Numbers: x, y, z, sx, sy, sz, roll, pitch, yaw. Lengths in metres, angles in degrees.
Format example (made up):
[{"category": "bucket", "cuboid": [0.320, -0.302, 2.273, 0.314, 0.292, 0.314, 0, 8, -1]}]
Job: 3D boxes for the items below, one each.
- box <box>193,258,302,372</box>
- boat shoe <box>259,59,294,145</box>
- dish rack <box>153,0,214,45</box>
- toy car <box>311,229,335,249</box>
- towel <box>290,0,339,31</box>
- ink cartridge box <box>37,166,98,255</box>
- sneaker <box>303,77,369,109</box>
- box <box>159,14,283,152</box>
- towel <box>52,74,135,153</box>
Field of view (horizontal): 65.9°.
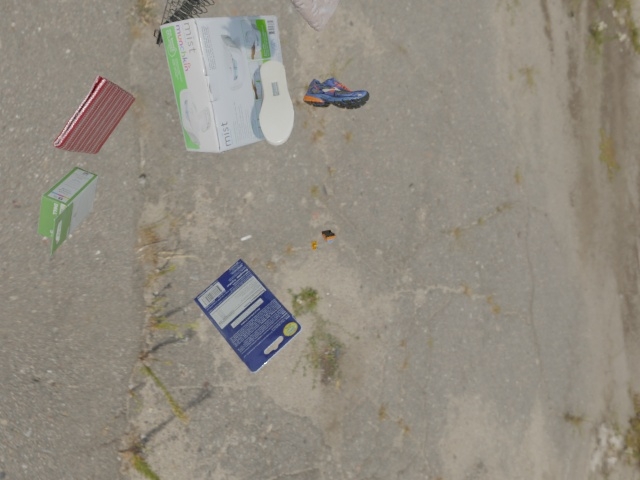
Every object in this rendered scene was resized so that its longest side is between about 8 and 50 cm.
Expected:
[{"category": "box", "cuboid": [-0.149, 0.156, 1.030, 0.136, 0.225, 0.036, -41, 149, -9]}, {"category": "boat shoe", "cuboid": [-0.087, -0.253, 0.942, 0.066, 0.063, 0.184, -12, 68, -2]}, {"category": "dish rack", "cuboid": [-0.291, -0.566, 1.142, 0.074, 0.271, 0.208, 35, 55, -13]}, {"category": "toy car", "cuboid": [0.000, 0.000, 1.736, 0.122, 0.060, 0.040, -23, 123, -36]}, {"category": "towel", "cuboid": [0.003, -0.612, 0.946, 0.316, 0.053, 0.332, -66, 163, 9]}, {"category": "ink cartridge box", "cuboid": [-0.588, -0.072, 1.130, 0.062, 0.109, 0.209, 21, 33, -10]}, {"category": "sneaker", "cuboid": [0.047, -0.455, 1.508, 0.083, 0.221, 0.087, 2, 99, -63]}, {"category": "box", "cuboid": [-0.194, -0.343, 1.081, 0.231, 0.127, 0.261, -30, 121, -44]}, {"category": "towel", "cuboid": [-0.559, -0.305, 1.236, 0.031, 0.275, 0.198, 35, 92, -10]}]
